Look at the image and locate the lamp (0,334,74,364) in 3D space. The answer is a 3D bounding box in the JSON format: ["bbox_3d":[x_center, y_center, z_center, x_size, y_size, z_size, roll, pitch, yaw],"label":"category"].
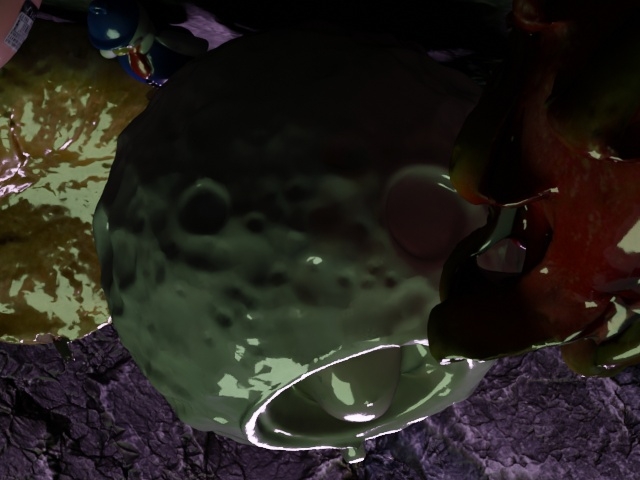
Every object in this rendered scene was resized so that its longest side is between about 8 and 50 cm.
[{"bbox_3d":[-0.419,0.054,2.096,0.250,0.284,0.250,-23,159,-9],"label":"lamp"}]

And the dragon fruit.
[{"bbox_3d":[0.192,-0.058,0.810,0.227,0.243,0.307,25,148,-30],"label":"dragon fruit"}]

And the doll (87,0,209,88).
[{"bbox_3d":[-0.138,-0.156,1.130,0.099,0.057,0.143,3,166,24],"label":"doll"}]

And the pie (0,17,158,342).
[{"bbox_3d":[-0.243,-0.037,1.266,0.339,0.339,0.083,13,-150,-36],"label":"pie"}]

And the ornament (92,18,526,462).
[{"bbox_3d":[-0.007,-0.009,1.110,0.337,0.337,0.337,7,173,1],"label":"ornament"}]

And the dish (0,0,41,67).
[{"bbox_3d":[-0.310,-0.167,1.063,0.213,0.090,0.213,7,172,1],"label":"dish"}]
